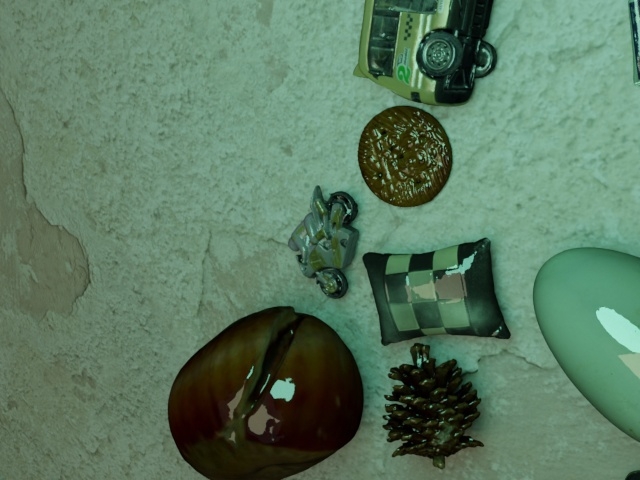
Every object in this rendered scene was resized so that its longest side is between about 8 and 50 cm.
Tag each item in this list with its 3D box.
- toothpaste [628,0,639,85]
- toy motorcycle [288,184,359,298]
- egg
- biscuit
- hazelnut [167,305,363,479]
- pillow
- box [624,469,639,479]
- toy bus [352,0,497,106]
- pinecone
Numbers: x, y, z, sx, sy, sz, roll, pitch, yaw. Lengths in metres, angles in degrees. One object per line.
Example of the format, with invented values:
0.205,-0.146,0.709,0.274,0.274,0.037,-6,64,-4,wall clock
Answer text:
0.463,-0.295,0.916,0.037,0.021,0.140,-7,102,33,toothpaste
0.000,0.000,1.274,0.152,0.073,0.225,18,114,31,toy motorcycle
0.471,0.156,0.918,0.371,0.229,0.230,42,122,22,egg
0.150,-0.150,1.159,0.187,0.027,0.188,10,109,30,biscuit
-0.116,0.312,1.285,0.409,0.359,0.359,-39,81,27,hazelnut
0.205,0.097,1.148,0.249,0.106,0.186,-8,100,30,pillow
0.596,0.443,1.006,0.200,0.090,0.145,-22,92,35,box
0.175,-0.401,0.983,0.201,0.176,0.366,18,110,31,toy bus
0.203,0.299,1.169,0.168,0.185,0.213,0,85,57,pinecone
